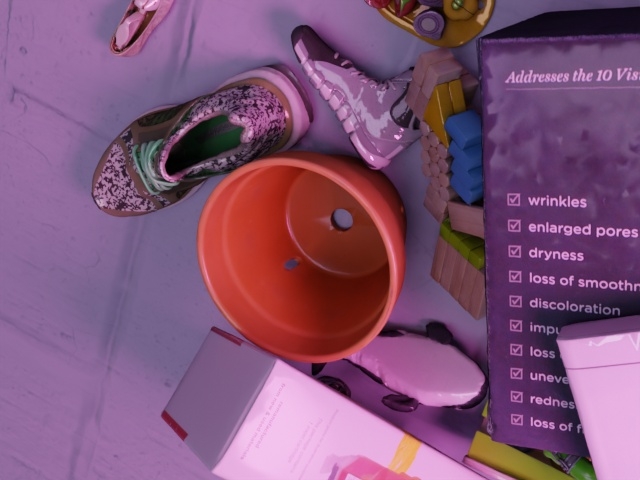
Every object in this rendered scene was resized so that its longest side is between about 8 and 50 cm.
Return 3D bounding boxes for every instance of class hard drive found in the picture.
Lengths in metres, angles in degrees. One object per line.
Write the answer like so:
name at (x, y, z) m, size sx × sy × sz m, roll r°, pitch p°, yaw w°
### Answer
hard drive at (0.399, 0.239, 0.852) m, size 0.233 × 0.047 × 0.353 m, roll -13°, pitch 102°, yaw 31°

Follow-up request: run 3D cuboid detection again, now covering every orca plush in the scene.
orca plush at (0.123, 0.211, 1.295) m, size 0.287 × 0.151 × 0.102 m, roll -2°, pitch 141°, yaw 23°

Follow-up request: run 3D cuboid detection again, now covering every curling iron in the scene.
curling iron at (-0.011, 0.340, 1.440) m, size 0.068 × 0.035 × 0.274 m, roll 25°, pitch 117°, yaw 17°

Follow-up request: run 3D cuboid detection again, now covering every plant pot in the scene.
plant pot at (0.000, 0.000, 1.204) m, size 0.290 × 0.203 × 0.291 m, roll 8°, pitch 112°, yaw 21°

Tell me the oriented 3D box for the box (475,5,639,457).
box at (0.443, -0.013, 0.933) m, size 0.479 × 0.297 × 0.472 m, roll 5°, pitch 112°, yaw 27°

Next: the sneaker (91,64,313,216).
sneaker at (-0.217, -0.133, 1.259) m, size 0.410 × 0.182 × 0.158 m, roll -24°, pitch 99°, yaw 30°

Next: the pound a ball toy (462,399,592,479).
pound a ball toy at (0.392, 0.285, 1.207) m, size 0.319 × 0.136 × 0.208 m, roll 21°, pitch 87°, yaw 18°

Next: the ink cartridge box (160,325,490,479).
ink cartridge box at (0.004, 0.294, 1.191) m, size 0.384 × 0.279 × 0.160 m, roll 34°, pitch 79°, yaw -22°

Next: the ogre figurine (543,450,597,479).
ogre figurine at (0.403, 0.265, 1.089) m, size 0.118 × 0.197 × 0.097 m, roll 60°, pitch 156°, yaw 29°

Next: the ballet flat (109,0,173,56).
ballet flat at (-0.267, -0.342, 1.274) m, size 0.057 × 0.052 × 0.168 m, roll 39°, pitch 120°, yaw 5°

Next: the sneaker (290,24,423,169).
sneaker at (0.068, -0.223, 1.169) m, size 0.132 × 0.086 × 0.229 m, roll -32°, pitch 98°, yaw 19°

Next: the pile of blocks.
pile of blocks at (0.214, -0.080, 1.123) m, size 0.149 × 0.112 × 0.362 m, roll 25°, pitch 132°, yaw 56°

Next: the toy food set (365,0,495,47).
toy food set at (0.117, -0.333, 1.099) m, size 0.218 × 0.071 × 0.128 m, roll 31°, pitch 119°, yaw 10°
